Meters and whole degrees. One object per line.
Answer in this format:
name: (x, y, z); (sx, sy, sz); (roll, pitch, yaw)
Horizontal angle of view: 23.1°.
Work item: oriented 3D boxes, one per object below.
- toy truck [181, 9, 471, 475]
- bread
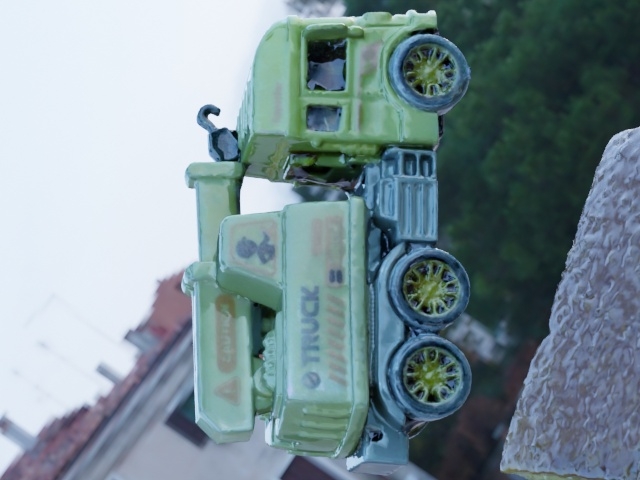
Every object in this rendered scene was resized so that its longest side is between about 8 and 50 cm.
toy truck: (0.000, 0.000, 0.577); (0.077, 0.100, 0.169); (126, 146, -74)
bread: (0.090, 0.017, 0.349); (0.090, 0.035, 0.094); (-11, 55, 60)
